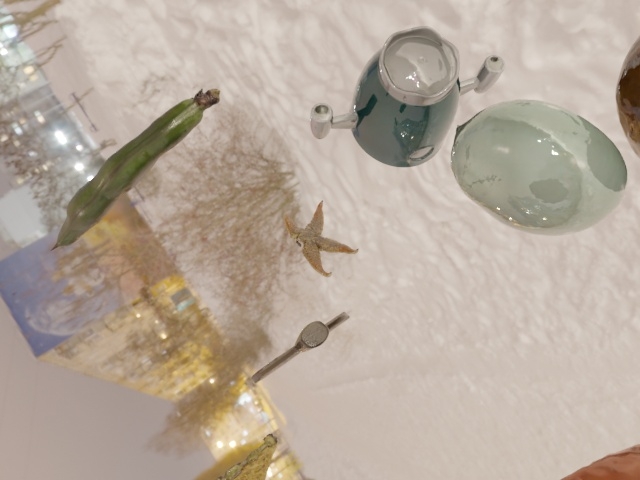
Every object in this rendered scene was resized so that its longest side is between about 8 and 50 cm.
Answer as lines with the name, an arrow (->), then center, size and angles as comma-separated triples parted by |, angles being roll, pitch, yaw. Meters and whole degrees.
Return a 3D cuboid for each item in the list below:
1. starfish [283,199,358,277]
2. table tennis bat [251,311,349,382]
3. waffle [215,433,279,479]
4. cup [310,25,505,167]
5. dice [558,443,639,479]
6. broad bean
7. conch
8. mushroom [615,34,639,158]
starfish -> 0.001, 0.001, 1.524 | 0.247, 0.138, 0.050 | 56, 152, 33
table tennis bat -> -0.018, 0.113, 0.632 | 0.022, 0.131, 0.234 | 55, 165, 8
waffle -> -0.135, 0.351, 0.869 | 0.023, 0.153, 0.097 | 37, 120, 37
cup -> 0.127, -0.216, 0.846 | 0.173, 0.300, 0.167 | 98, 153, -74
dice -> 0.216, 0.247, 0.373 | 0.175, 0.174, 0.179 | 42, -162, -52
broad bean -> -0.228, -0.076, 0.667 | 0.043, 0.297, 0.060 | 51, -157, -5
conch -> 0.216, -0.074, 0.600 | 0.185, 0.121, 0.221 | 41, -162, 31
mushroom -> 0.434, -0.093, 0.484 | 0.397, 0.224, 0.314 | 33, -165, 29
